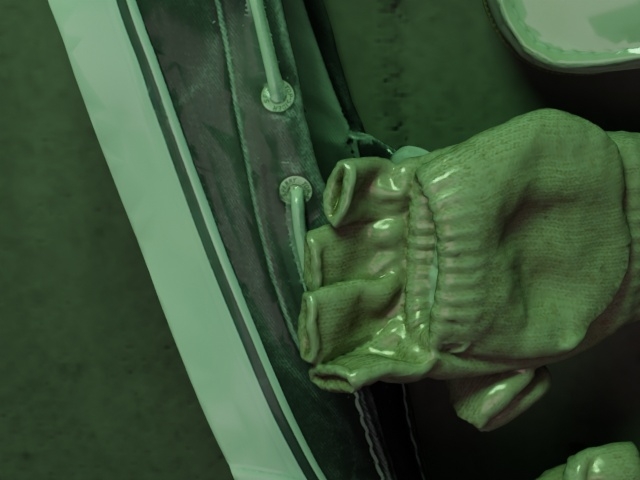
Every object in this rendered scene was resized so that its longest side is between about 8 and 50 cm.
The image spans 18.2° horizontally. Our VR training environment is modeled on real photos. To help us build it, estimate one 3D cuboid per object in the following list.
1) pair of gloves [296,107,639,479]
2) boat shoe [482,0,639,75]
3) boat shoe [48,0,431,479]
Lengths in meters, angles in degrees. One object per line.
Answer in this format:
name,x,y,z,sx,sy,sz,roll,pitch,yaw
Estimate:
pair of gloves,0.077,0.069,0.719,0.204,0.042,0.240,-2,111,-31
boat shoe,0.186,-0.136,0.648,0.302,0.103,0.113,-27,109,16
boat shoe,0.000,0.000,0.731,0.102,0.108,0.301,-18,104,14
